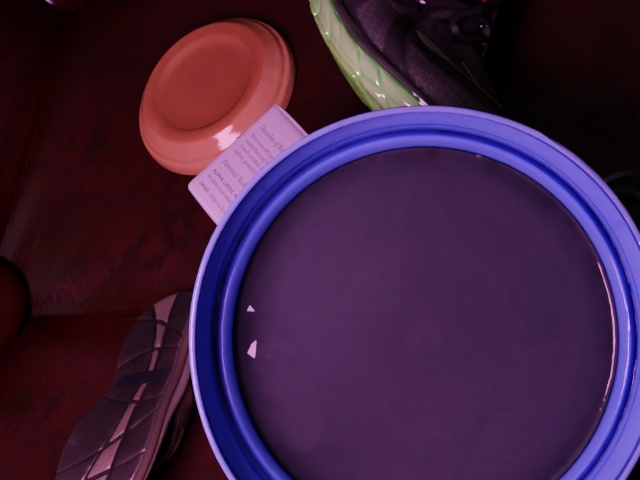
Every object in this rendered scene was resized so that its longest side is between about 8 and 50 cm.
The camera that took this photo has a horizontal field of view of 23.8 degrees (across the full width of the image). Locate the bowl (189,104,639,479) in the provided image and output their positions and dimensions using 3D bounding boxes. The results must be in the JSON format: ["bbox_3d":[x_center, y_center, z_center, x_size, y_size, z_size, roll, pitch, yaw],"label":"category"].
[{"bbox_3d":[0.088,0.084,1.260,0.391,0.077,0.391,0,90,3],"label":"bowl"}]

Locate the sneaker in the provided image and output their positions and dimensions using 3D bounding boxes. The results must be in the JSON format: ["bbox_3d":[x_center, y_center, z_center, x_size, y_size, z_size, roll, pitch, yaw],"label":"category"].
[{"bbox_3d":[0.103,-0.255,1.510,0.202,0.185,0.483,-32,52,17],"label":"sneaker"}]

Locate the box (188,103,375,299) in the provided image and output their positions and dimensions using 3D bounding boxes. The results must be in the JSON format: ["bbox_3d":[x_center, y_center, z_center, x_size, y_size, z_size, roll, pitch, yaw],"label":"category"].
[{"bbox_3d":[0.000,0.000,1.424,0.119,0.181,0.182,-42,50,1],"label":"box"}]

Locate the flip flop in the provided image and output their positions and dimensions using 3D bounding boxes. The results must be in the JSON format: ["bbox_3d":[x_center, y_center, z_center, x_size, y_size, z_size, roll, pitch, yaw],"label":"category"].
[{"bbox_3d":[-0.172,0.174,1.504,0.112,0.080,0.277,-8,44,33],"label":"flip flop"}]

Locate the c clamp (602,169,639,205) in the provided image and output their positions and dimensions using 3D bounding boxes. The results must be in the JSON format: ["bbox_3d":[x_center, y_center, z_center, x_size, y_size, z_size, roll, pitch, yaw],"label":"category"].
[{"bbox_3d":[0.262,0.002,1.371,0.137,0.022,0.161,-38,49,0],"label":"c clamp"}]

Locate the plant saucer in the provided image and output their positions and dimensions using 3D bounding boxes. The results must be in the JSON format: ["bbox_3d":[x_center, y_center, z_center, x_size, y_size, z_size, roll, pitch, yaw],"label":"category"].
[{"bbox_3d":[-0.123,-0.168,1.691,0.200,0.037,0.200,-15,56,24],"label":"plant saucer"}]
